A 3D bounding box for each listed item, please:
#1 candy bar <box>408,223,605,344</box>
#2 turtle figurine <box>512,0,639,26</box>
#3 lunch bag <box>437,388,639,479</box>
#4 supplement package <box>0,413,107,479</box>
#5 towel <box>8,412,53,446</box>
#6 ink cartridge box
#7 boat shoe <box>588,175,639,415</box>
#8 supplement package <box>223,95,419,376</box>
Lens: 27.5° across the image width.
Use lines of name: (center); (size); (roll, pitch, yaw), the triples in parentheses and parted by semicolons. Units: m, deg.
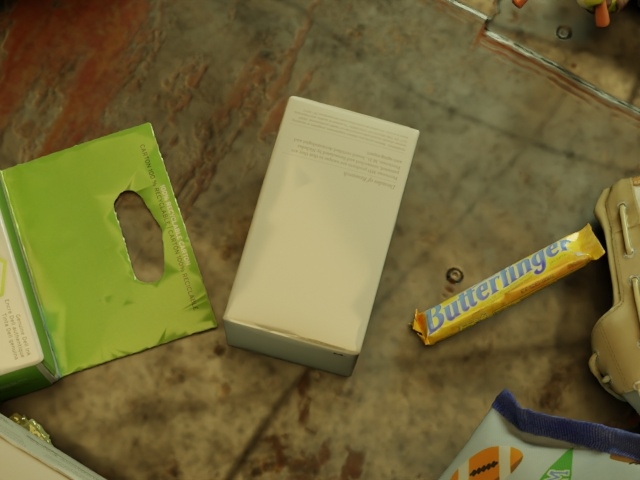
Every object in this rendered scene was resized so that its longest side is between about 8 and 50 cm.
candy bar: (0.143, 0.036, 1.013); (0.161, 0.018, 0.040); (-27, 35, 5)
turtle figurine: (0.293, -0.210, 1.074); (0.269, 0.087, 0.217); (-41, 88, -20)
lunch bag: (0.170, 0.344, 0.837); (0.328, 0.239, 0.385); (-48, 115, -14)
supplement package: (-0.219, 0.232, 0.850); (0.262, 0.145, 0.204); (36, 79, -18)
towel: (-0.222, 0.212, 0.969); (0.110, 0.027, 0.148); (-35, 79, -13)
ink cartridge box: (-0.229, 0.012, 0.986); (0.255, 0.097, 0.189); (-18, 77, -6)
boat shoe: (0.258, 0.088, 0.987); (0.103, 0.113, 0.302); (-3, 61, 22)
supplement package: (0.000, 0.000, 0.995); (0.105, 0.105, 0.179); (15, 74, 1)
